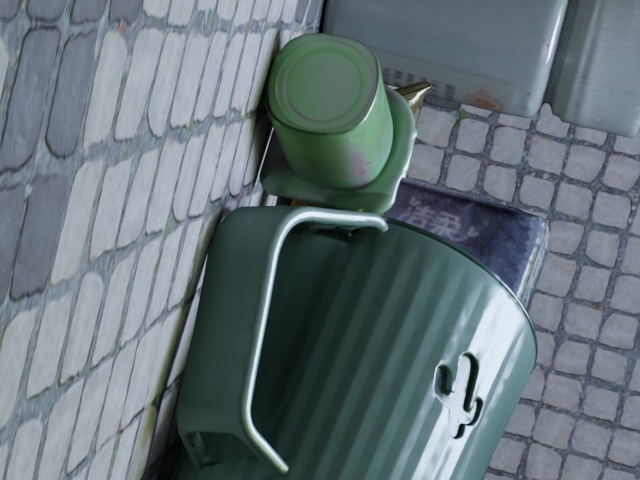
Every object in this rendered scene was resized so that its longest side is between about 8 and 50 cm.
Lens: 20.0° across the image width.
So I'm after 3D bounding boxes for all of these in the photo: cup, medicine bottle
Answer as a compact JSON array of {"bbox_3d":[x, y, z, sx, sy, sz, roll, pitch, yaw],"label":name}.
[{"bbox_3d":[-0.016,0.173,1.766,0.310,0.401,0.392,-29,-151,49],"label":"cup"},{"bbox_3d":[0.202,-0.253,2.065,0.211,0.371,0.211,15,90,-85],"label":"medicine bottle"}]

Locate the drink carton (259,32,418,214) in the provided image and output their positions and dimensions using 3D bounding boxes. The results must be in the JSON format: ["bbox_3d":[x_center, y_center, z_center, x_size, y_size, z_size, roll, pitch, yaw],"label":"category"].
[{"bbox_3d":[0.012,-0.125,1.783,0.142,0.146,0.144,70,33,-65],"label":"drink carton"}]

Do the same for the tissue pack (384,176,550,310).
[{"bbox_3d":[0.112,0.121,2.412,0.124,0.288,0.394,74,35,-68],"label":"tissue pack"}]

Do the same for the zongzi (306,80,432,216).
[{"bbox_3d":[0.070,-0.067,1.929,0.081,0.178,0.189,81,-14,-68],"label":"zongzi"}]

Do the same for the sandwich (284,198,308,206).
[{"bbox_3d":[-0.001,0.000,2.168,0.251,0.087,0.226,-57,159,-65],"label":"sandwich"}]
